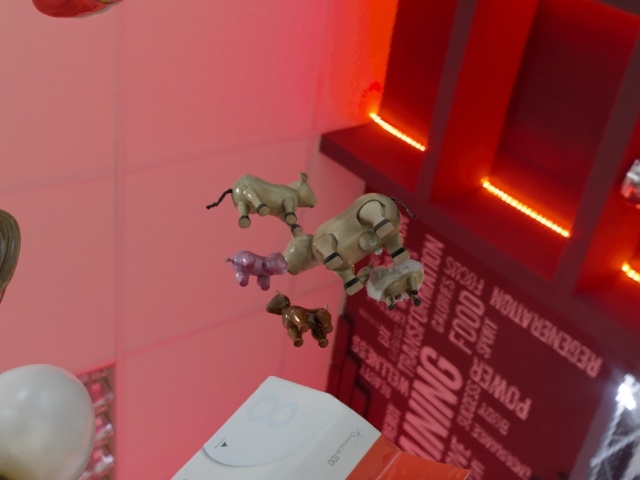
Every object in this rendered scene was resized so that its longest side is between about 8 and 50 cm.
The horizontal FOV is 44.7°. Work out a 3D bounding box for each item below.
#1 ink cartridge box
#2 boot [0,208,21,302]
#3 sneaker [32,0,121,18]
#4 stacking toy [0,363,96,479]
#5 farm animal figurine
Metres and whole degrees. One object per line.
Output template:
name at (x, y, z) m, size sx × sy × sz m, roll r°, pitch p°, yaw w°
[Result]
ink cartridge box at (-0.030, 0.361, 1.119) m, size 0.308 × 0.385 × 0.091 m, roll -43°, pitch -58°, yaw -34°
boot at (-0.451, 0.118, 0.989) m, size 0.109 × 0.284 × 0.220 m, roll 10°, pitch -27°, yaw -14°
sneaker at (-0.292, -0.360, 1.033) m, size 0.118 × 0.279 × 0.107 m, roll -51°, pitch -53°, yaw -56°
stacking toy at (-0.302, 0.279, 0.548) m, size 0.351 × 0.350 × 0.480 m, roll 79°, pitch -154°, yaw -42°
farm animal figurine at (0.000, 0.000, 1.337) m, size 0.326 × 0.172 × 0.330 m, roll -19°, pitch -55°, yaw -4°
